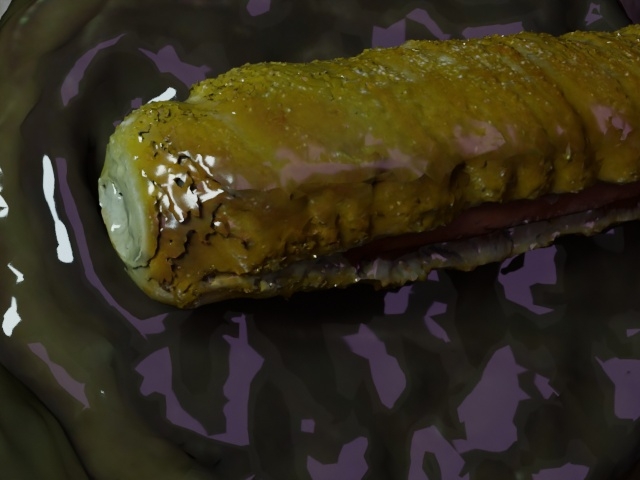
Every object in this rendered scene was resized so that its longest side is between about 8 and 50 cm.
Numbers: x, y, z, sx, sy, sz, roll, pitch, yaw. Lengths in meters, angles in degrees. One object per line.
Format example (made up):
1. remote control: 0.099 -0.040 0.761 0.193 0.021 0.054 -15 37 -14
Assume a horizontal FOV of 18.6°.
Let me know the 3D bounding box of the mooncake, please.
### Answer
1. mooncake: -0.002 0.000 0.792 0.324 0.187 0.324 7 73 -23

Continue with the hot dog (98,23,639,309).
1. hot dog: 0.063 -0.036 0.691 0.289 0.068 0.083 -12 76 -25
